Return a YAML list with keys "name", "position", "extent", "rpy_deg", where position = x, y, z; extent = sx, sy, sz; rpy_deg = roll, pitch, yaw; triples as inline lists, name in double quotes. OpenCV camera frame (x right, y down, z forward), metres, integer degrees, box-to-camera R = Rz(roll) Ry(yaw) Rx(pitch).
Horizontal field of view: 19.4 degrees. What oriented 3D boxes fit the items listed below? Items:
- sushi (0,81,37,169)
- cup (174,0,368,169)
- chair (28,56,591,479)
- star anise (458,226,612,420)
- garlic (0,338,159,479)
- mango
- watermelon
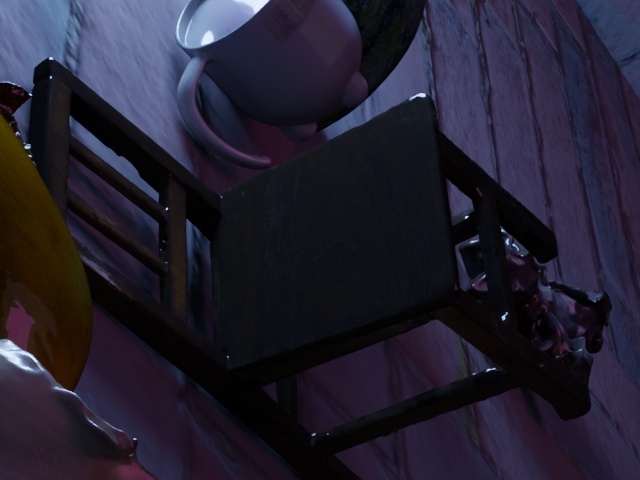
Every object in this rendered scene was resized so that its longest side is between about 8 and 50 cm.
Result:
- name: "sushi"
  position: [-0.213, -0.047, 1.223]
  extent: [0.055, 0.052, 0.120]
  rpy_deg: [29, 36, -35]
- name: "cup"
  position: [-0.035, -0.155, 1.630]
  extent: [0.142, 0.134, 0.173]
  rpy_deg: [48, 33, -30]
- name: "chair"
  position: [0.000, 0.000, 1.418]
  extent: [0.416, 0.240, 0.203]
  rpy_deg: [46, 30, -43]
- name: "star anise"
  position: [0.248, 0.076, 2.138]
  extent: [0.257, 0.110, 0.198]
  rpy_deg: [47, 26, -26]
- name: "garlic"
  position: [-0.135, 0.195, 0.959]
  extent: [0.281, 0.185, 0.203]
  rpy_deg: [46, -16, -29]
- name: "mango"
  position: [-0.202, 0.010, 1.097]
  extent: [0.138, 0.113, 0.253]
  rpy_deg: [34, 29, -48]
- name: "watermelon"
  position: [0.012, -0.233, 1.814]
  extent: [0.176, 0.260, 0.256]
  rpy_deg: [62, -1, 30]
